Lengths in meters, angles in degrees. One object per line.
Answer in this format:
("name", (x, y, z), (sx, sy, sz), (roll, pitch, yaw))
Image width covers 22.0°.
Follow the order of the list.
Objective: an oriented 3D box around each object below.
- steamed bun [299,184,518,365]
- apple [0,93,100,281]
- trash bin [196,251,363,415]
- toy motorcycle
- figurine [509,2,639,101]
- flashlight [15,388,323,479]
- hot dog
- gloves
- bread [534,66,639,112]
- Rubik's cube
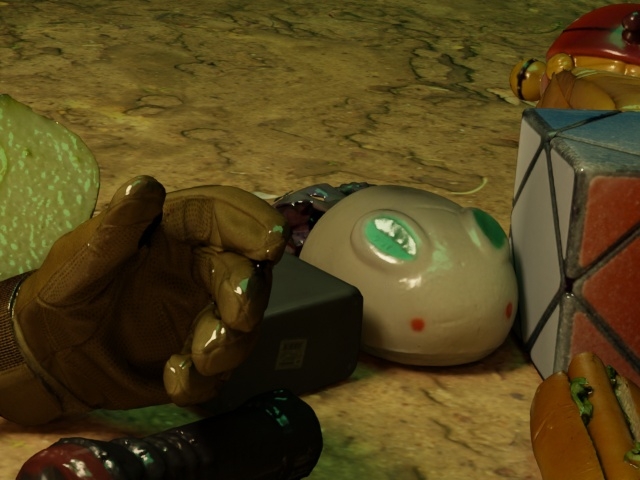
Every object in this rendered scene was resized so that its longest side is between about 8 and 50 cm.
("steamed bun", (0.078, 0.022, 1.440), (0.177, 0.131, 0.228), (-3, 17, -22))
("apple", (-0.366, -0.024, 1.419), (0.346, 0.179, 0.254), (-13, 11, -37))
("trash bin", (-0.099, 0.053, 1.365), (0.176, 0.101, 0.236), (-12, 25, -43))
("toy motorcycle", (0.000, 0.001, 1.583), (0.213, 0.082, 0.122), (-24, 31, -33))
("figurine", (0.396, -0.198, 2.076), (0.320, 0.196, 0.323), (15, 10, 15))
("flashlight", (-0.092, 0.156, 1.081), (0.093, 0.093, 0.232), (18, 17, 38))
("hot dog", (0.204, 0.148, 1.171), (0.100, 0.068, 0.249), (4, 18, -2))
("gloves", (-0.120, 0.045, 1.134), (0.141, 0.154, 0.331), (-10, -9, -46))
("bread", (0.312, -0.057, 1.639), (0.156, 0.204, 0.288), (11, 12, -13))
("Rubik's cube", (0.279, 0.008, 1.398), (0.205, 0.207, 0.205), (0, 19, -7))
